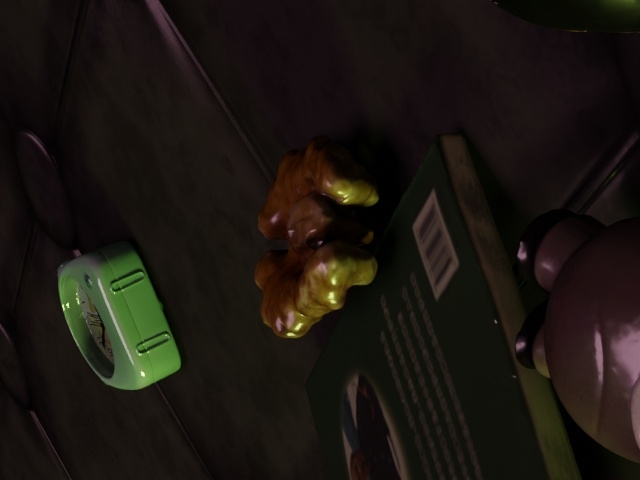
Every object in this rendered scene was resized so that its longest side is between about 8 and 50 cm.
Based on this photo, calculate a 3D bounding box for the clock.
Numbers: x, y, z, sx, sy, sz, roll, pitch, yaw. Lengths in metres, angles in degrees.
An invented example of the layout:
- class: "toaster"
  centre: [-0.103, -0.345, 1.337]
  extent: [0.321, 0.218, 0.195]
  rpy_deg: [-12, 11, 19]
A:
- class: "clock"
  centre: [-0.220, 0.078, 1.726]
  extent: [0.188, 0.060, 0.148]
  rpy_deg: [-6, 108, 64]

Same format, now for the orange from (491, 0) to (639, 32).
- class: "orange"
  centre: [0.124, -0.201, 0.712]
  extent: [0.234, 0.182, 0.234]
  rpy_deg: [26, 128, 37]

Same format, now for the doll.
- class: "doll"
  centre: [0.203, 0.062, 0.848]
  extent: [0.257, 0.117, 0.182]
  rpy_deg: [33, 134, 52]

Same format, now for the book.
- class: "book"
  centre: [0.074, 0.131, 1.166]
  extent: [0.371, 0.043, 0.260]
  rpy_deg: [115, 144, -57]

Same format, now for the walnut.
- class: "walnut"
  centre: [0.000, 0.000, 1.201]
  extent: [0.170, 0.069, 0.143]
  rpy_deg: [161, 113, -71]
